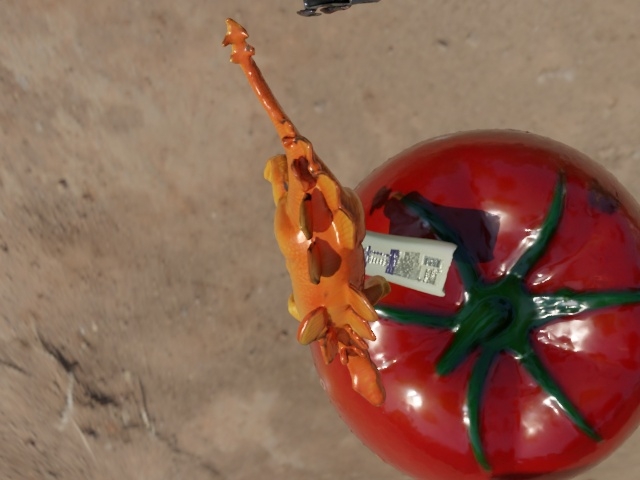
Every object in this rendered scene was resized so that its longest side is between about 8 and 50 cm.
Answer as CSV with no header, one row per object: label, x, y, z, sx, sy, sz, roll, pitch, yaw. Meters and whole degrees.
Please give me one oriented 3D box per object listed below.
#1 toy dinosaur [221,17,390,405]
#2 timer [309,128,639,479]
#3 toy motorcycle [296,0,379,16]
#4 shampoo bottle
toy dinosaur,0.000,0.000,0.952,0.070,0.117,0.288,-18,119,0
timer,0.173,0.073,1.561,0.378,0.279,0.378,0,90,0
toy motorcycle,0.087,-0.217,0.935,0.221,0.325,0.148,-13,101,-32
shampoo bottle,0.050,0.011,1.349,0.141,0.034,0.049,13,103,-8
